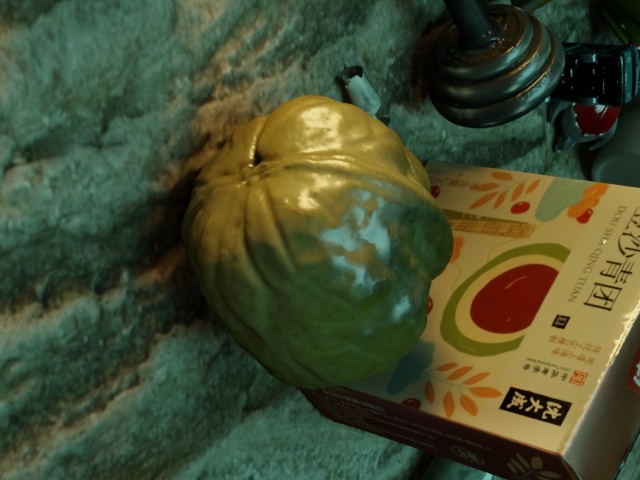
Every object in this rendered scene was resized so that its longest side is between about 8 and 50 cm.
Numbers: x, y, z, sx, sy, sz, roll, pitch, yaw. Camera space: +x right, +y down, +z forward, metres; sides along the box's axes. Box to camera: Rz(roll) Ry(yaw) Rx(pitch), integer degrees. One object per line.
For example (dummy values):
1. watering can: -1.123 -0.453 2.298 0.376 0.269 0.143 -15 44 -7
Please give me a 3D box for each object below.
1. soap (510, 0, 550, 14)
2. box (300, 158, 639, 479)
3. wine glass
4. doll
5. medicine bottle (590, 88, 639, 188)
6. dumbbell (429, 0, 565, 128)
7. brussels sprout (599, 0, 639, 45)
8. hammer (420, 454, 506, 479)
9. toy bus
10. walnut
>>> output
1. soap: 0.349 -0.451 1.477 0.156 0.335 0.293 43 67 -11
2. box: 0.208 0.087 1.411 0.344 0.385 0.122 -56 134 -23
3. wine glass: 0.050 -0.166 1.440 0.039 0.042 0.083 -33 120 -3
4. doll: 0.406 -0.205 1.779 0.104 0.062 0.195 18 115 -47
5. medicine bottle: 0.584 -0.215 1.901 0.371 0.211 0.211 -58 135 -21
6. dumbbell: 0.157 -0.296 1.421 0.179 0.179 0.406 -56 136 -23
7. brussels sprout: 0.504 -0.412 1.745 0.259 0.227 0.294 3 95 -73
8. hammer: 0.162 0.248 1.622 0.305 0.113 0.202 51 58 -36
9. toy bus: 0.360 -0.232 1.680 0.092 0.160 0.079 -26 117 -45
10. walnut: 0.000 -0.002 1.259 0.253 0.282 0.277 -34 142 9
